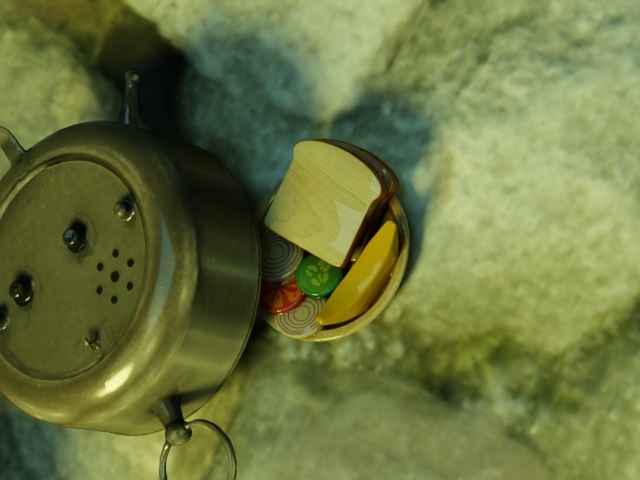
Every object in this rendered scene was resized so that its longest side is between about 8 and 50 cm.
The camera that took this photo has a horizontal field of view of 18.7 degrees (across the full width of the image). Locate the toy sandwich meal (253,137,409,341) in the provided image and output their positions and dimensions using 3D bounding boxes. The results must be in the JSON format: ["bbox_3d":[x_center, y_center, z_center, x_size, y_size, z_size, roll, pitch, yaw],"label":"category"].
[{"bbox_3d":[0.000,0.000,0.803,0.085,0.029,0.086,-7,74,25],"label":"toy sandwich meal"}]

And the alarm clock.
[{"bbox_3d":[-0.083,0.030,0.808,0.129,0.064,0.192,-41,63,22],"label":"alarm clock"}]
